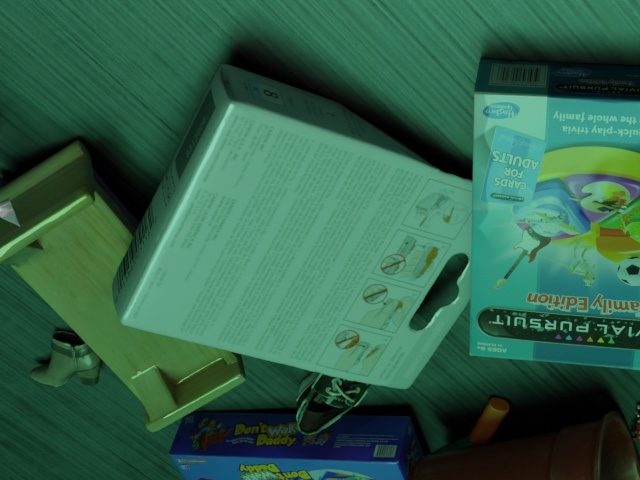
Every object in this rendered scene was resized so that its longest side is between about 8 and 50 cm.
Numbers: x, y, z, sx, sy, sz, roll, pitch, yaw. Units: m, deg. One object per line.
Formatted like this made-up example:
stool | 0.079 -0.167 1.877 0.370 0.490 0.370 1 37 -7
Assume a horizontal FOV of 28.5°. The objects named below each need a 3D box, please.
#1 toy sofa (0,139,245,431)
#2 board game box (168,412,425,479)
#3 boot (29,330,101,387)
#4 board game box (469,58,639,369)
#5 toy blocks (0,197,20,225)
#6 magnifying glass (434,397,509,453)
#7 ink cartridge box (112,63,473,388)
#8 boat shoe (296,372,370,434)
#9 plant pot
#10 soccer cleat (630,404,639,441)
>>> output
toy sofa | -0.250 0.050 1.554 0.150 0.177 0.362 -31 125 8
board game box | -0.014 0.351 1.817 0.347 0.078 0.233 -2 135 22
boot | -0.361 0.164 1.763 0.118 0.042 0.087 1 129 12
board game box | 0.287 -0.018 1.319 0.254 0.079 0.336 4 125 11
toy blocks | -0.512 -0.071 1.417 0.260 0.288 0.309 -26 161 -14
magnifying glass | 0.212 0.290 1.747 0.092 0.026 0.231 16 137 -2
ink cartridge box | 0.000 0.000 1.420 0.385 0.091 0.308 15 121 -26
boat shoe | 0.032 0.187 1.653 0.078 0.070 0.219 25 136 -11
plant pot | 0.267 0.369 1.635 0.265 0.272 0.272 -9 132 24
soccer cleat | 0.426 0.235 1.631 0.035 0.029 0.083 1 140 1
